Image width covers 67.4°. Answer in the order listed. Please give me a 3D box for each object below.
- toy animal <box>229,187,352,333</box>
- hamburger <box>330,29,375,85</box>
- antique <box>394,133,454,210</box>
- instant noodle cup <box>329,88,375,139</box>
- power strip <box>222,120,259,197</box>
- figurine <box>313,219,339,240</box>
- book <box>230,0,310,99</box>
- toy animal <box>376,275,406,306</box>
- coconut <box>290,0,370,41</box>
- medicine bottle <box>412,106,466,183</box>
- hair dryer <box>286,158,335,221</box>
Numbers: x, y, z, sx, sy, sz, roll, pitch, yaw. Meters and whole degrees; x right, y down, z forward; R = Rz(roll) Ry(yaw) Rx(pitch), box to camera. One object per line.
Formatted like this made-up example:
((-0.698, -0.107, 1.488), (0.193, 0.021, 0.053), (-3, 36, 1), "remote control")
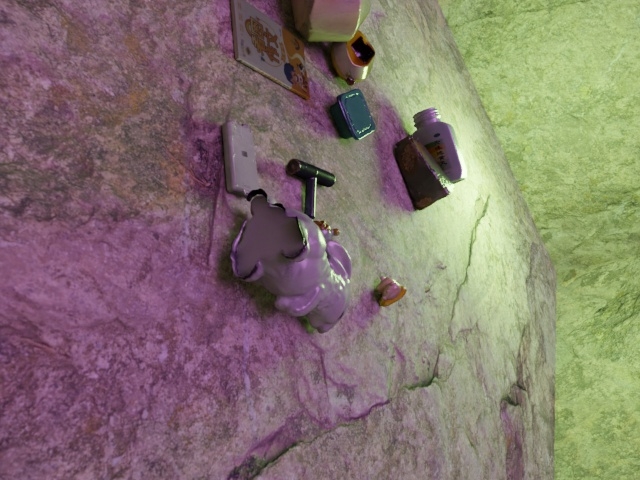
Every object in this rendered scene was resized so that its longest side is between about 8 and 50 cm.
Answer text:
((-0.039, 0.065, 1.105), (0.357, 0.193, 0.258), (44, 39, -50), "toy animal")
((0.110, -0.644, 1.691), (0.173, 0.116, 0.210), (45, 46, -20), "hamburger")
((0.395, -0.278, 1.901), (0.284, 0.150, 0.125), (61, 31, 0), "antique")
((0.103, -0.413, 1.603), (0.179, 0.070, 0.157), (-41, 109, -54), "instant noodle cup")
((-0.189, -0.191, 1.132), (0.081, 0.035, 0.192), (11, 66, -51), "power strip")
((-0.004, 0.002, 1.249), (0.101, 0.143, 0.068), (2, 59, -10), "figurine")
((-0.139, -0.549, 1.381), (0.295, 0.020, 0.208), (12, 66, -51), "book")
((0.205, 0.152, 1.485), (0.082, 0.091, 0.114), (55, 14, 26), "toy animal")
((0.042, -0.749, 1.516), (0.244, 0.239, 0.240), (-6, 77, -20), "coconut")
((0.485, -0.386, 2.015), (0.124, 0.179, 0.325), (-8, 82, -55), "medicine bottle")
((-0.016, -0.115, 1.330), (0.173, 0.050, 0.195), (8, 72, -51), "hair dryer")
